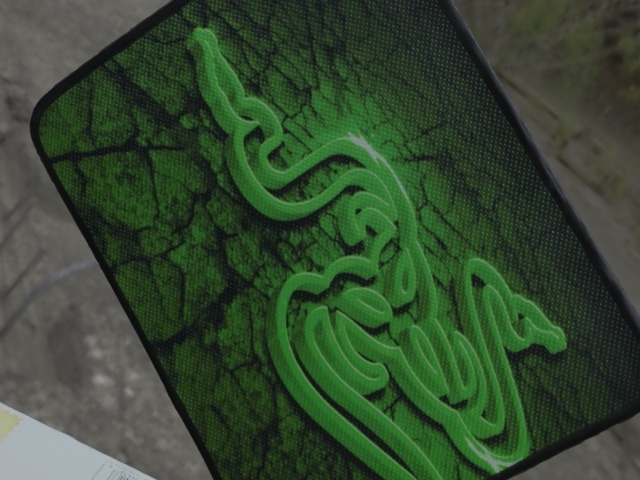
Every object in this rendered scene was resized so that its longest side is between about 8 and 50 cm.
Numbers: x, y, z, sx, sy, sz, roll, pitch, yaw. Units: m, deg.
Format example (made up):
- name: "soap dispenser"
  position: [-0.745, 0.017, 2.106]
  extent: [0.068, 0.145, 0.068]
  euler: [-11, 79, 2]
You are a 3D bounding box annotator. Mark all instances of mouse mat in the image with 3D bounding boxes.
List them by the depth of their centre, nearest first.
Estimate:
- name: "mouse mat"
  position: [0.000, 0.000, 0.422]
  extent: [0.189, 0.153, 0.007]
  euler: [60, 20, 5]

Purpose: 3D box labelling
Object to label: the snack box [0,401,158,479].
- name: "snack box"
  position: [-0.256, 0.144, 0.718]
  extent: [0.322, 0.060, 0.187]
  euler: [26, 33, 6]
